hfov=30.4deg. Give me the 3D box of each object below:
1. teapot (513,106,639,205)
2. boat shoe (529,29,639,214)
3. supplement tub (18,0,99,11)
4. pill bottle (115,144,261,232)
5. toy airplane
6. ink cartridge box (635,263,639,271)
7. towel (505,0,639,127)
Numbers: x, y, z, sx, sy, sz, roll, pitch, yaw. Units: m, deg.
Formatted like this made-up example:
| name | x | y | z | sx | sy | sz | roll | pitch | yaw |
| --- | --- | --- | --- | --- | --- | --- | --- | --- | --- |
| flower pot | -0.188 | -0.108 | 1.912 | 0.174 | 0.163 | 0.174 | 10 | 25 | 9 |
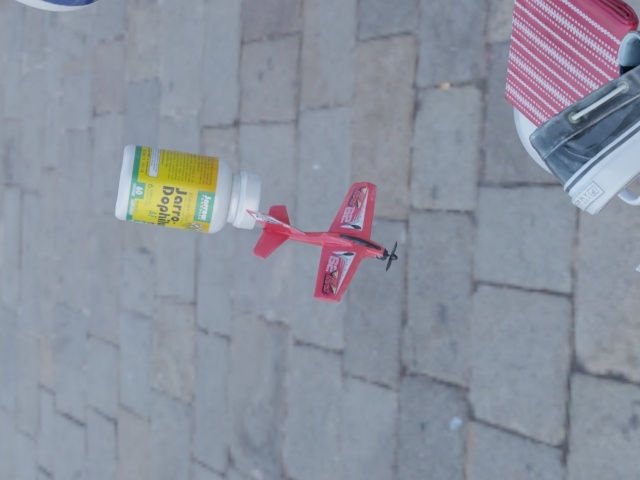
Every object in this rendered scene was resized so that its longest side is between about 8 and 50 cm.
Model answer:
| name | x | y | z | sx | sy | sz | roll | pitch | yaw |
| --- | --- | --- | --- | --- | --- | --- | --- | --- | --- |
| teapot | 0.433 | -0.213 | 1.828 | 0.252 | 0.256 | 0.187 | -61 | 3 | -17 |
| boat shoe | 0.351 | -0.168 | 1.184 | 0.119 | 0.335 | 0.121 | 49 | 160 | 7 |
| supplement tub | -0.183 | -0.369 | 1.055 | 0.316 | 0.228 | 0.228 | -24 | 67 | 37 |
| pill bottle | -0.199 | -0.074 | 1.783 | 0.117 | 0.208 | 0.118 | -171 | 90 | -80 |
| toy airplane | 0.000 | 0.000 | 1.120 | 0.028 | 0.151 | 0.151 | 97 | 157 | -52 |
| ink cartridge box | 0.635 | 0.066 | 2.200 | 0.083 | 0.048 | 0.028 | 30 | 148 | 31 |
| towel | 0.316 | -0.230 | 1.510 | 0.199 | 0.031 | 0.275 | 49 | 158 | 33 |
